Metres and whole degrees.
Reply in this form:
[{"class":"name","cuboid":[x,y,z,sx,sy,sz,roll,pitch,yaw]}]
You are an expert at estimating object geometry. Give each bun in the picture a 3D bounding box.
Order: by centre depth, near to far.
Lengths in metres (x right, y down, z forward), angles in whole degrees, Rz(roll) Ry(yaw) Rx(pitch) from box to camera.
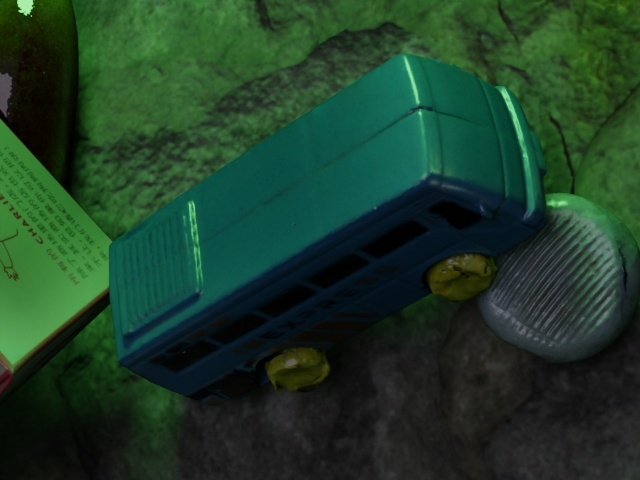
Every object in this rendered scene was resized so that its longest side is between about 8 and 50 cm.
[{"class":"bun","cuboid":[0.198,0.030,1.369,0.140,0.083,0.141,1,92,19]}]

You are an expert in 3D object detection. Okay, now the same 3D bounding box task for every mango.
[{"class":"mango","cuboid":[-0.297,-0.145,1.584,0.133,0.111,0.268,-2,80,23]}]

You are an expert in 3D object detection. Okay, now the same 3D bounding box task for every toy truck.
[{"class":"toy truck","cuboid":[0.000,0.000,1.371,0.385,0.162,0.161,-30,53,31]}]

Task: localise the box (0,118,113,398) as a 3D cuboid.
[{"class":"box","cuboid":[-0.395,0.047,1.426,0.300,0.312,0.314,-42,92,20]}]
